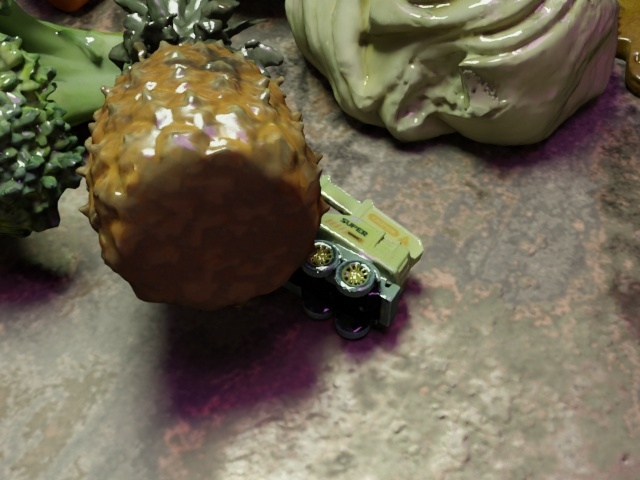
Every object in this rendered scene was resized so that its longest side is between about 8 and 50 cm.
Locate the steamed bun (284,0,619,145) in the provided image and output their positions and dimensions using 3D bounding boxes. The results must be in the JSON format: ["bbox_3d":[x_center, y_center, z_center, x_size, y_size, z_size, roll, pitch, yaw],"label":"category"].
[{"bbox_3d":[0.131,-0.231,0.823,0.320,0.206,0.275,-9,53,-5],"label":"steamed bun"}]

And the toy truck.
[{"bbox_3d":[0.000,0.000,0.703,0.169,0.077,0.100,28,57,22],"label":"toy truck"}]

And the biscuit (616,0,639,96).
[{"bbox_3d":[0.388,-0.232,0.944,0.180,0.039,0.236,6,48,4],"label":"biscuit"}]

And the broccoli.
[{"bbox_3d":[-0.282,-0.172,0.725,0.302,0.249,0.375,-21,48,-15],"label":"broccoli"}]

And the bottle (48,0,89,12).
[{"bbox_3d":[-0.238,-0.330,0.980,0.069,0.069,0.187,27,52,19],"label":"bottle"}]

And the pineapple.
[{"bbox_3d":[-0.101,-0.107,0.662,0.169,0.169,0.340,-9,42,-10],"label":"pineapple"}]
